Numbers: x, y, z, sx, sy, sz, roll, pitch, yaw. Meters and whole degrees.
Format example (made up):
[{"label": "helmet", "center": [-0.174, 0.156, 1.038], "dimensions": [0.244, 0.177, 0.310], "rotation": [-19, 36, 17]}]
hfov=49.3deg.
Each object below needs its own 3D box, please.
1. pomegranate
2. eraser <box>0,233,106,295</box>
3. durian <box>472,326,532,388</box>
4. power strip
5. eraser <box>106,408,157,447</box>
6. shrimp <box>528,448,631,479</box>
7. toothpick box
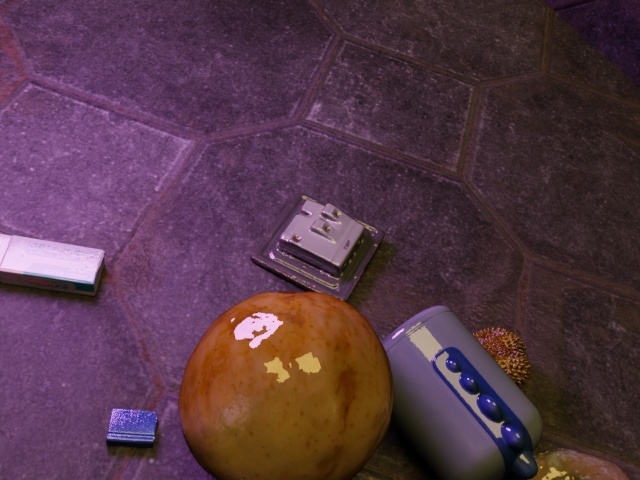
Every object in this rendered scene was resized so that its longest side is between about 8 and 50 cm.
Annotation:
[{"label": "pomegranate", "center": [-0.057, 0.293, 1.207], "dimensions": [0.409, 0.410, 0.410], "rotation": [8, 48, -9]}, {"label": "eraser", "center": [-0.574, 0.050, 1.460], "dimensions": [0.225, 0.052, 0.096], "rotation": [10, 50, -9]}, {"label": "durian", "center": [0.377, 0.262, 1.502], "dimensions": [0.167, 0.137, 0.158], "rotation": [2, 28, -26]}, {"label": "power strip", "center": [0.002, 0.000, 1.646], "dimensions": [0.251, 0.092, 0.257], "rotation": [29, 52, 5]}, {"label": "eraser", "center": [-0.346, 0.346, 1.285], "dimensions": [0.084, 0.027, 0.063], "rotation": [7, 47, -10]}, {"label": "shrimp", "center": [0.396, 0.500, 1.305], "dimensions": [0.445, 0.110, 0.221], "rotation": [-12, 26, -24]}, {"label": "toothpick box", "center": [0.268, 0.320, 1.332], "dimensions": [0.262, 0.263, 0.355], "rotation": [-24, 61, -32]}]
